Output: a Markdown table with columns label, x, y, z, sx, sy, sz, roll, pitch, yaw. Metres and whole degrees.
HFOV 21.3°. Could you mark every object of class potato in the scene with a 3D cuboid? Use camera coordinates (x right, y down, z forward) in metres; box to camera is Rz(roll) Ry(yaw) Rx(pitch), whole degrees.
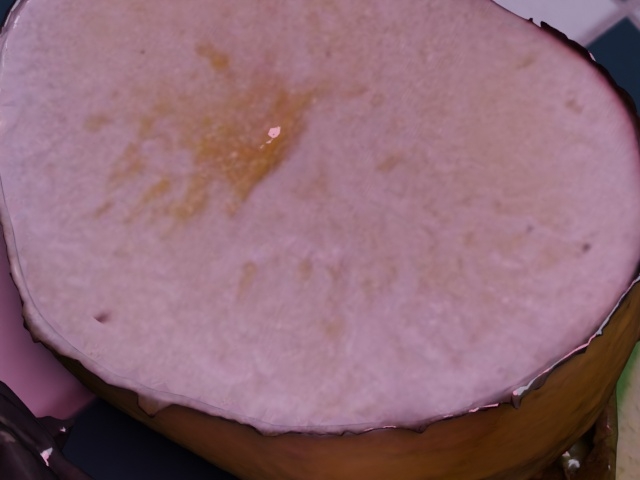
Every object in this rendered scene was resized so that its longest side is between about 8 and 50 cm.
| label | x | y | z | sx | sy | sz | roll | pitch | yaw |
| --- | --- | --- | --- | --- | --- | --- | --- | --- | --- |
| potato | 0.000 | 0.000 | 0.763 | 0.300 | 0.196 | 0.246 | 33 | 74 | 21 |

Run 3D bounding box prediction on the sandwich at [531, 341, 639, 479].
| label | x | y | z | sx | sy | sz | roll | pitch | yaw |
| --- | --- | --- | --- | --- | --- | --- | --- | --- | --- |
| sandwich | 0.171 | 0.158 | 0.822 | 0.212 | 0.109 | 0.292 | 10 | 56 | -38 |

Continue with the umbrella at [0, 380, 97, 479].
| label | x | y | z | sx | sy | sz | roll | pitch | yaw |
| --- | --- | --- | --- | --- | --- | --- | --- | --- | --- |
| umbrella | -0.189 | 0.052 | 0.623 | 0.336 | 0.128 | 0.154 | 50 | 8 | 15 |
